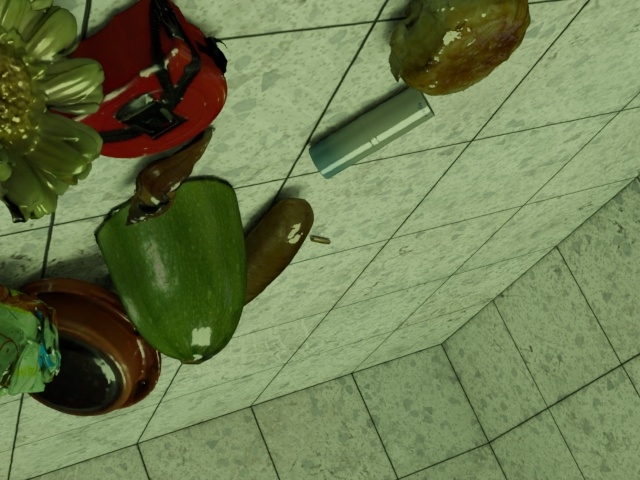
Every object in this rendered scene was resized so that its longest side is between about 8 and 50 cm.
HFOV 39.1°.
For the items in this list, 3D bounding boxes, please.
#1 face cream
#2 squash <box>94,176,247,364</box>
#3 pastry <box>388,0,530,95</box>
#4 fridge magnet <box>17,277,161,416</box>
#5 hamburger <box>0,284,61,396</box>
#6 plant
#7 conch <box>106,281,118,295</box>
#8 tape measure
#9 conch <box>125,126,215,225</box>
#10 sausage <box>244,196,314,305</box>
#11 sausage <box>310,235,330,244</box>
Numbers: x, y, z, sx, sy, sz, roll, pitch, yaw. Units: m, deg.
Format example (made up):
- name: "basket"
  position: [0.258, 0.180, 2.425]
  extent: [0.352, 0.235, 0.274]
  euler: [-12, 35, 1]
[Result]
- name: "face cream"
  position: [0.100, -0.214, 1.783]
  extent: [0.250, 0.077, 0.077]
  euler: [-30, 160, 13]
- name: "squash"
  position: [-0.254, 0.080, 1.790]
  extent: [0.310, 0.308, 0.310]
  euler: [-22, 159, -9]
- name: "pastry"
  position: [0.237, -0.353, 1.532]
  extent: [0.236, 0.120, 0.257]
  euler: [-16, 157, -33]
- name: "fridge magnet"
  position: [-0.515, 0.237, 1.909]
  extent: [0.364, 0.155, 0.363]
  euler: [5, 127, 7]
- name: "hamburger"
  position: [-0.637, 0.210, 1.731]
  extent: [0.276, 0.260, 0.150]
  euler: [-41, -167, 33]
- name: "plant"
  position: [-0.414, -0.176, 1.042]
  extent: [0.297, 0.305, 0.261]
  euler: [4, -172, -2]
- name: "conch"
  position: [-0.442, 0.173, 2.057]
  extent: [0.275, 0.149, 0.182]
  euler: [-56, 180, 43]
- name: "tape measure"
  position: [-0.251, -0.222, 1.304]
  extent: [0.253, 0.114, 0.260]
  euler: [-29, 160, 16]
- name: "conch"
  position: [-0.279, -0.115, 1.609]
  extent: [0.080, 0.086, 0.232]
  euler: [29, 121, -16]
- name: "sausage"
  position: [-0.161, 0.054, 2.114]
  extent: [0.136, 0.123, 0.501]
  euler: [25, 135, -27]
- name: "sausage"
  position: [0.000, 0.000, 2.313]
  extent: [0.015, 0.015, 0.100]
  euler: [-33, 159, 24]
